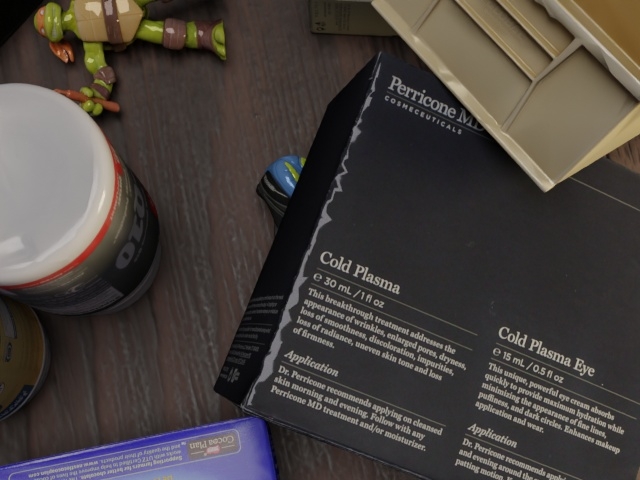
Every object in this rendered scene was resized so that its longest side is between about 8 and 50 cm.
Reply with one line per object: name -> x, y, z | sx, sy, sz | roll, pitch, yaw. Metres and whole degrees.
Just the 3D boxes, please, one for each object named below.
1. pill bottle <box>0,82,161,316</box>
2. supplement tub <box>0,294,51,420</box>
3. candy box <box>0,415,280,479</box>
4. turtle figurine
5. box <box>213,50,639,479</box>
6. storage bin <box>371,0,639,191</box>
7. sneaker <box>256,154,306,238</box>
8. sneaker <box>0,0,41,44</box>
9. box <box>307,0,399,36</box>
pill bottle -> -0.237, -0.017, 0.765 | 0.161, 0.283, 0.161 | 0, 78, 0
supplement tub -> -0.344, 0.103, 0.784 | 0.144, 0.199, 0.144 | 0, 78, 1
candy box -> -0.151, 0.344, 0.774 | 0.268, 0.122, 0.317 | -10, 77, -3
turtle figurine -> -0.215, -0.231, 0.912 | 0.217, 0.087, 0.269 | -6, 101, -4
box -> 0.126, 0.058, 0.764 | 0.343, 0.179, 0.312 | 24, 80, -11
storage bin -> 0.212, -0.207, 0.720 | 0.262, 0.123, 0.260 | -28, 72, -39
sneaker -> 0.000, 0.000, 0.876 | 0.067, 0.078, 0.188 | -37, 95, -43
sneaker -> -0.442, -0.266, 0.898 | 0.178, 0.124, 0.295 | 38, 73, 3
box -> 0.126, -0.287, 0.915 | 0.275, 0.094, 0.113 | 4, 79, 1
